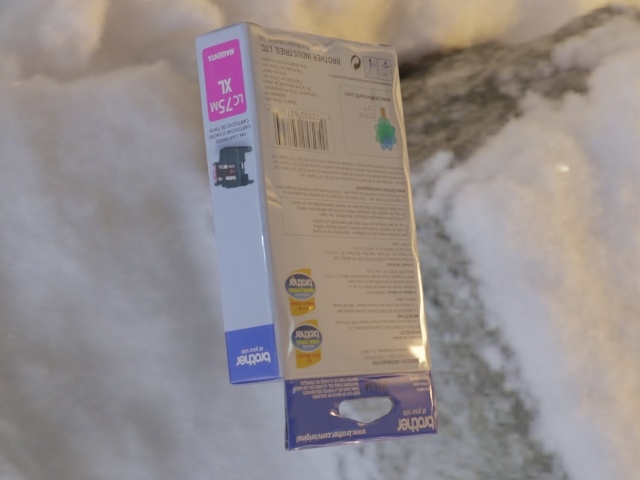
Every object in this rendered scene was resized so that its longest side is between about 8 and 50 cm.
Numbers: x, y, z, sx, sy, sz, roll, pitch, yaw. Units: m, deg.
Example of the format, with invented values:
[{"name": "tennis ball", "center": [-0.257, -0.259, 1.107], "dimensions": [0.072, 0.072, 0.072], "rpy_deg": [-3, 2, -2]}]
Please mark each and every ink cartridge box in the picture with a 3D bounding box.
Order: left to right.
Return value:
[{"name": "ink cartridge box", "center": [0.000, 0.000, 1.233], "dimensions": [0.186, 0.065, 0.311], "rpy_deg": [2, 78, -51]}]
